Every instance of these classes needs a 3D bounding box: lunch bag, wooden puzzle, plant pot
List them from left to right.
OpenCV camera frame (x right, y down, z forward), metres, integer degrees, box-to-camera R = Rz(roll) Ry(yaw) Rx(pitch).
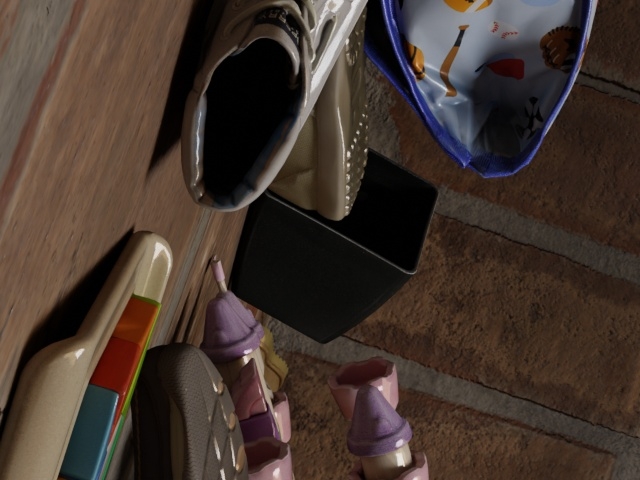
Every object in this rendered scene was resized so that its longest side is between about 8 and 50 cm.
[{"bbox_3d":[-0.134,0.124,0.905,0.238,0.044,0.221,-64,173,-75],"label":"wooden puzzle"},{"bbox_3d":[0.000,0.000,1.877,0.167,0.188,0.187,-56,-173,34],"label":"plant pot"},{"bbox_3d":[0.162,-0.295,1.537,0.328,0.239,0.385,-68,154,-52],"label":"lunch bag"}]

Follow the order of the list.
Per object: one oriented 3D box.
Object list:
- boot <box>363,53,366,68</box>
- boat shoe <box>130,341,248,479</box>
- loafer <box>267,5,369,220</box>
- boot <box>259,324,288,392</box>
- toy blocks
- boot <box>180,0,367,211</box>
[{"bbox_3d":[0.011,-0.213,1.601,0.246,0.083,0.161,-73,171,-45],"label":"boot"},{"bbox_3d":[-0.126,0.253,1.249,0.132,0.130,0.355,-42,130,-74],"label":"boat shoe"},{"bbox_3d":[-0.018,-0.132,1.112,0.102,0.092,0.268,-71,164,-57],"label":"loafer"},{"bbox_3d":[-0.127,0.236,1.869,0.236,0.089,0.269,73,35,-69],"label":"boot"},{"bbox_3d":[-0.073,0.176,1.459,0.288,0.309,0.260,-106,-179,-73],"label":"toy blocks"},{"bbox_3d":[-0.012,-0.138,0.961,0.123,0.095,0.258,-84,-167,-67],"label":"boot"}]
